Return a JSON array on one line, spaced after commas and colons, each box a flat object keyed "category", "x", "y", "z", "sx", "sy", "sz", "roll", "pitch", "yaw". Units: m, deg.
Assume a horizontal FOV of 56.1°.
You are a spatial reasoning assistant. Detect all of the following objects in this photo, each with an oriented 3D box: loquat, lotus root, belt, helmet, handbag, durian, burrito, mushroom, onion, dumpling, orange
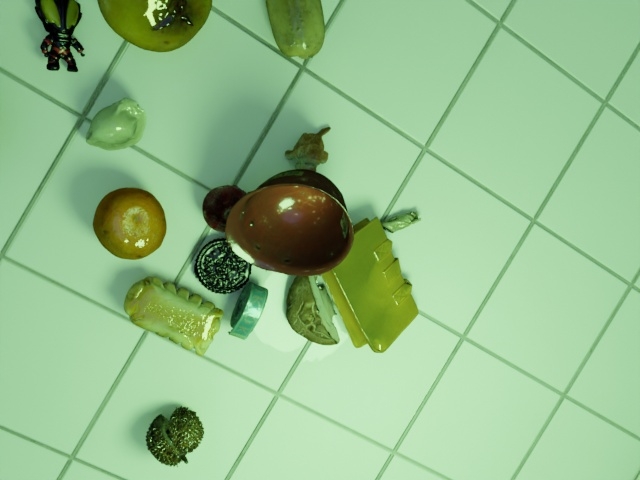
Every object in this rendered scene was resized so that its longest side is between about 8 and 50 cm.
[{"category": "loquat", "x": -0.479, "y": -0.719, "z": 1.710, "sx": 0.329, "sy": 0.359, "sz": 0.328, "roll": -30, "pitch": 145, "yaw": -24}, {"category": "lotus root", "x": -0.082, "y": -0.731, "z": 1.851, "sx": 0.170, "sy": 0.151, "sz": 0.342, "roll": -14, "pitch": 104, "yaw": -10}, {"category": "belt", "x": -0.231, "y": 0.222, "z": 1.968, "sx": 0.082, "sy": 0.147, "sz": 0.163, "roll": 26, "pitch": 121, "yaw": -18}, {"category": "helmet", "x": -0.077, "y": -0.084, "z": 1.841, "sx": 0.385, "sy": 0.230, "sz": 0.337, "roll": -12, "pitch": 125, "yaw": 20}, {"category": "handbag", "x": 0.165, "y": 0.149, "z": 2.019, "sx": 0.283, "sy": 0.133, "sz": 0.400, "roll": -35, "pitch": 107, "yaw": -28}, {"category": "durian", "x": -0.467, "y": 0.645, "z": 1.960, "sx": 0.196, "sy": 0.196, "sz": 0.167, "roll": -43, "pitch": 140, "yaw": -3}, {"category": "burrito", "x": 0.274, "y": -0.062, "z": 2.079, "sx": 0.149, "sy": 0.041, "sz": 0.055, "roll": -18, "pitch": 88, "yaw": -5}, {"category": "mushroom", "x": -0.044, "y": 0.235, "z": 2.026, "sx": 0.151, "sy": 0.156, "sz": 0.285, "roll": -16, "pitch": 102, "yaw": 20}, {"category": "onion", "x": -0.291, "y": -0.094, "z": 1.880, "sx": 0.160, "sy": 0.195, "sz": 0.159, "roll": -3, "pitch": 104, "yaw": -13}, {"category": "dumpling", "x": -0.616, "y": -0.340, "z": 1.833, "sx": 0.155, "sy": 0.181, "sz": 0.111, "roll": 29, "pitch": 53, "yaw": -42}, {"category": "orange", "x": -0.582, "y": -0.052, "z": 1.842, "sx": 0.224, "sy": 0.170, "sz": 0.223, "roll": 0, "pitch": 89, "yaw": -31}]

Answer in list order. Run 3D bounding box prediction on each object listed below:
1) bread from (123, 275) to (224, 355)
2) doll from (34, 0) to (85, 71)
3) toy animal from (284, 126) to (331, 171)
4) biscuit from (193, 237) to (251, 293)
[{"category": "bread", "x": -0.472, "y": 0.229, "z": 1.928, "sx": 0.311, "sy": 0.121, "sz": 0.172, "roll": 30, "pitch": 88, "yaw": -14}, {"category": "doll", "x": -0.761, "y": -0.624, "z": 1.765, "sx": 0.088, "sy": 0.127, "sz": 0.248, "roll": 4, "pitch": 96, "yaw": 22}, {"category": "toy animal", "x": -0.015, "y": -0.299, "z": 1.911, "sx": 0.104, "sy": 0.185, "sz": 0.184, "roll": 44, "pitch": 88, "yaw": -12}, {"category": "biscuit", "x": -0.318, "y": 0.085, "z": 1.974, "sx": 0.195, "sy": 0.053, "sz": 0.194, "roll": -1, "pitch": 98, "yaw": -11}]
